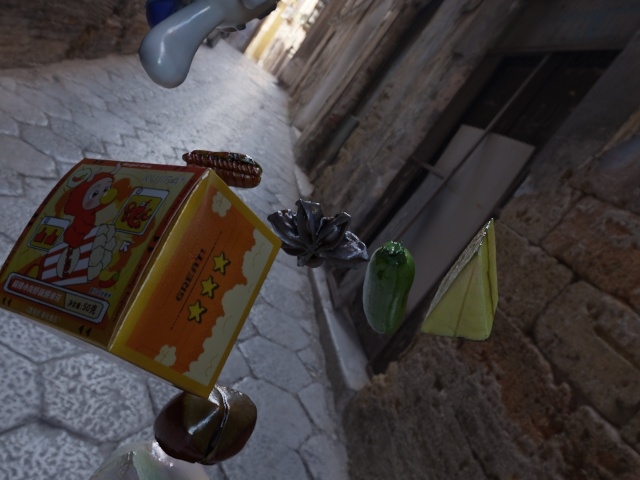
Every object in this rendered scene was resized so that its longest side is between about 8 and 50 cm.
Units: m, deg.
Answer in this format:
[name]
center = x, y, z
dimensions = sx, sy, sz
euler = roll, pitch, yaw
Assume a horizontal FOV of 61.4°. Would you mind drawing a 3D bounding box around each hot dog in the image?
[hot dog]
center = -0.175, -0.130, 0.958
dimensions = 0.144, 0.062, 0.038
euler = 12, 3, -2

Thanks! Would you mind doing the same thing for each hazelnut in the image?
[hazelnut]
center = -0.250, 0.404, 1.161
dimensions = 0.212, 0.181, 0.181
euler = 20, 3, -28

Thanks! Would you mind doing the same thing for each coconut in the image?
[coconut]
center = -0.404, 0.616, 1.258
dimensions = 0.309, 0.297, 0.297
euler = 39, 12, 30

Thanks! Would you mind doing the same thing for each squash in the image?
[squash]
center = 0.148, 0.105, 1.196
dimensions = 0.107, 0.107, 0.395
euler = 41, -20, 23

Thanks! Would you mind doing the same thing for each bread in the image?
[bread]
center = 0.324, 0.087, 1.275
dimensions = 0.163, 0.264, 0.167
euler = 4, 33, 28

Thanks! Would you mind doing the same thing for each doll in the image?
[doll]
center = -0.156, -0.415, 0.844
dimensions = 0.365, 0.376, 0.187
euler = 45, -24, 44

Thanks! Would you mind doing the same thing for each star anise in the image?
[star anise]
center = -0.010, -0.011, 1.049
dimensions = 0.212, 0.073, 0.197
euler = 4, -39, 30

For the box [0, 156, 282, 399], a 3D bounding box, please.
[box]
center = -0.257, 0.041, 0.770
dimensions = 0.283, 0.259, 0.214
euler = 8, -28, 34
